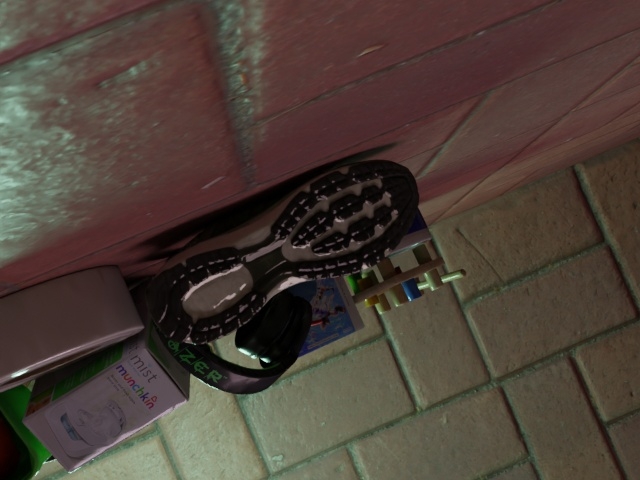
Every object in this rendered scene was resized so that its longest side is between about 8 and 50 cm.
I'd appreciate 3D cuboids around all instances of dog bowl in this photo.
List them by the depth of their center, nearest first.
[{"bbox_3d":[0.147,0.000,2.405,0.265,0.104,0.265,-23,176,-2],"label":"dog bowl"}]

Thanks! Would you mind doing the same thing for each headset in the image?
[{"bbox_3d":[-0.103,0.078,1.486,0.185,0.243,0.394,-46,180,29],"label":"headset"}]

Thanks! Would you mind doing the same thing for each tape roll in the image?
[{"bbox_3d":[-0.400,0.135,1.317,0.286,0.100,0.286,-22,176,-2],"label":"tape roll"}]

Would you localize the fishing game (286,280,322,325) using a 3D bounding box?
[{"bbox_3d":[-0.098,0.097,1.692,0.189,0.041,0.264,-12,-145,-11],"label":"fishing game"}]

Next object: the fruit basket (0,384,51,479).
[{"bbox_3d":[-0.644,0.354,1.459,0.392,0.283,0.392,-38,169,-9],"label":"fruit basket"}]

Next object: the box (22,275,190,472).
[{"bbox_3d":[-0.336,0.213,1.530,0.231,0.126,0.262,-32,-158,7],"label":"box"}]

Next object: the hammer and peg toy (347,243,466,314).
[{"bbox_3d":[0.200,0.106,2.449,0.266,0.127,0.361,-29,173,37],"label":"hammer and peg toy"}]

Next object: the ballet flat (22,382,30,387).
[{"bbox_3d":[-0.690,0.291,1.667,0.349,0.123,0.123,-23,175,-4],"label":"ballet flat"}]

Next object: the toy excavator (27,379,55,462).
[{"bbox_3d":[-0.528,0.288,2.036,0.433,0.222,0.445,-18,-174,-35],"label":"toy excavator"}]

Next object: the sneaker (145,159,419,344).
[{"bbox_3d":[-0.062,-0.017,1.319,0.410,0.158,0.182,-24,-153,-7],"label":"sneaker"}]

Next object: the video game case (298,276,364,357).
[{"bbox_3d":[-0.043,0.142,2.231,0.270,0.244,0.061,-19,172,-45],"label":"video game case"}]
